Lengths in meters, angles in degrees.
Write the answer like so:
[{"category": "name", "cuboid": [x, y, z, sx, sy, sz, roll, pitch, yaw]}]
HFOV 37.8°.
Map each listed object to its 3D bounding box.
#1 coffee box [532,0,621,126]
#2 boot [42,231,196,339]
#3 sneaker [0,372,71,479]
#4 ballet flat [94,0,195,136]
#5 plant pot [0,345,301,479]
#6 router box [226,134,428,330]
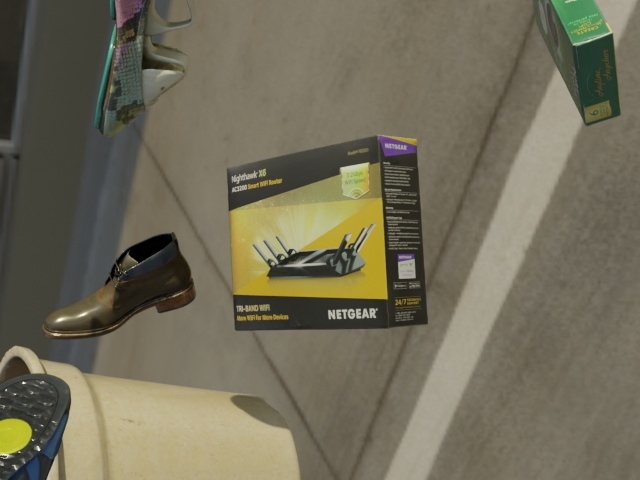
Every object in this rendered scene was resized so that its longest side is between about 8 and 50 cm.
[{"category": "coffee box", "cuboid": [0.256, -0.217, 0.954, 0.113, 0.040, 0.184, 65, -168, -45]}, {"category": "boot", "cuboid": [-0.285, 0.060, 1.297, 0.082, 0.219, 0.106, 45, 146, 49]}, {"category": "sneaker", "cuboid": [-0.224, 0.182, 0.622, 0.209, 0.069, 0.082, -74, -11, -48]}, {"category": "ballet flat", "cuboid": [-0.146, -0.179, 0.786, 0.077, 0.079, 0.221, -96, 16, -53]}, {"category": "plant pot", "cuboid": [-0.201, 0.291, 1.066, 0.334, 0.305, 0.334, -14, 73, 59]}, {"category": "router box", "cuboid": [0.000, 0.000, 1.278, 0.309, 0.081, 0.243, -7, 85, 46]}]
